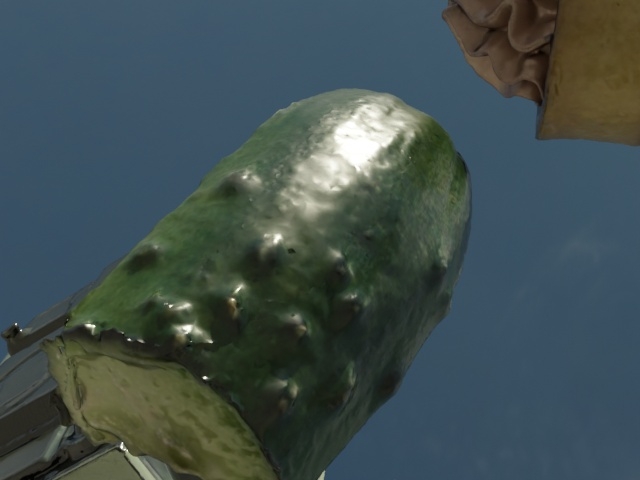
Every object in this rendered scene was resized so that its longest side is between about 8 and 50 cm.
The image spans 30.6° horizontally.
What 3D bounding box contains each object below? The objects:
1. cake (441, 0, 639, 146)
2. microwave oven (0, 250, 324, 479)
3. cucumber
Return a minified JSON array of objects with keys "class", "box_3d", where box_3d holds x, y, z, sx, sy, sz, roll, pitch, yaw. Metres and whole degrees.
[{"class":"cake","box_3d":[0.181,-0.162,0.879,0.178,0.185,0.207,-1,-70,12]},{"class":"microwave oven","box_3d":[-0.185,0.198,1.035,0.333,0.394,0.247,-31,-72,18]},{"class":"cucumber","box_3d":[0.002,-0.001,0.657,0.145,0.325,0.105,19,-50,22]}]
